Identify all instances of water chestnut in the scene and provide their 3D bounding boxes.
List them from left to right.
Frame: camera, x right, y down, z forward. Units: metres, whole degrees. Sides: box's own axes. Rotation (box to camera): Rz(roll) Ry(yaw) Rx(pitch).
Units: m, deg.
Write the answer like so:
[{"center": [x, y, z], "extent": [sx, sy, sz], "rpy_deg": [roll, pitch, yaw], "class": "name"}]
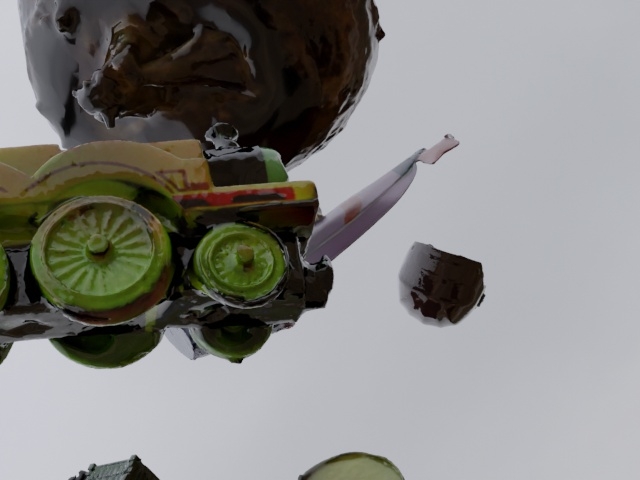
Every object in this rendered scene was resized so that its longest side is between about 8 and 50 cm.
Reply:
[{"center": [-0.131, -0.180, 1.404], "extent": [0.302, 0.350, 0.350], "rpy_deg": [-61, -29, -47], "class": "water chestnut"}]

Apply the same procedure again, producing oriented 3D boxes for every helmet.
[{"center": [0.125, 0.058, 1.721], "extent": [0.123, 0.098, 0.070], "rpy_deg": [86, -152, -60], "class": "helmet"}]

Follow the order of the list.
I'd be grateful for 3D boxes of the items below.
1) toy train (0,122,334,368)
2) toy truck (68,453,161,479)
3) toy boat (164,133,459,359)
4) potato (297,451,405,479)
[{"center": [-0.142, 0.000, 0.974], "extent": [0.296, 0.160, 0.100], "rpy_deg": [-4, -32, -12], "class": "toy train"}, {"center": [-0.184, 0.361, 1.796], "extent": [0.259, 0.121, 0.088], "rpy_deg": [51, -138, -26], "class": "toy truck"}, {"center": [-0.008, 0.013, 1.393], "extent": [0.318, 0.219, 0.072], "rpy_deg": [-27, -74, 8], "class": "toy boat"}, {"center": [0.033, 0.365, 1.766], "extent": [0.271, 0.160, 0.111], "rpy_deg": [-88, -17, -51], "class": "potato"}]
